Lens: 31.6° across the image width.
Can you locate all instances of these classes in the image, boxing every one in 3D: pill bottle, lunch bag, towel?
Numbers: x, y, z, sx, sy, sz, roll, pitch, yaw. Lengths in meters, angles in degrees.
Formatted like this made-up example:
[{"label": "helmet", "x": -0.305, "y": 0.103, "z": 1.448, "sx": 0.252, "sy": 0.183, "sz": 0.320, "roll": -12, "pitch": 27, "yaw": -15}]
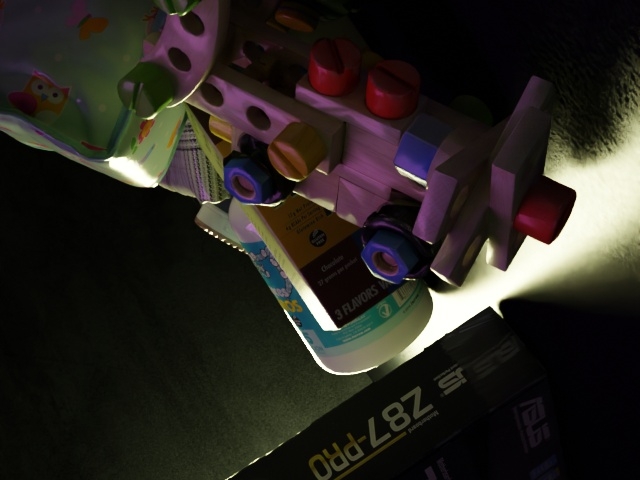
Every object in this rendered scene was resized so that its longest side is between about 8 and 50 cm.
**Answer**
[{"label": "pill bottle", "x": 0.000, "y": 0.000, "z": 1.191, "sx": 0.264, "sy": 0.146, "sz": 0.146, "roll": 59, "pitch": 174, "yaw": -18}, {"label": "lunch bag", "x": -0.144, "y": -0.184, "z": 0.829, "sx": 0.160, "sy": 0.262, "sz": 0.223, "roll": 22, "pitch": 176, "yaw": 0}, {"label": "towel", "x": -0.152, "y": -0.202, "z": 1.160, "sx": 0.324, "sy": 0.056, "sz": 0.312, "roll": -150, "pitch": 53, "yaw": -75}]

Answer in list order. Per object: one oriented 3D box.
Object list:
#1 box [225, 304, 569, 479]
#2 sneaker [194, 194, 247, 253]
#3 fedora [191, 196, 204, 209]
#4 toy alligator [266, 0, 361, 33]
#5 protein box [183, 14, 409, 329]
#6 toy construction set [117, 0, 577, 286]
[{"label": "box", "x": 0.083, "y": 0.265, "z": 1.095, "sx": 0.097, "sy": 0.318, "sz": 0.395, "roll": 52, "pitch": 172, "yaw": 35}, {"label": "sneaker", "x": 0.010, "y": -0.026, "z": 1.319, "sx": 0.282, "sy": 0.153, "sz": 0.099, "roll": 26, "pitch": -176, "yaw": -22}, {"label": "fedora", "x": -0.171, "y": -0.191, "z": 1.543, "sx": 0.334, "sy": 0.152, "sz": 0.334, "roll": 56, "pitch": 175, "yaw": 8}, {"label": "toy alligator", "x": 0.004, "y": -0.164, "z": 0.740, "sx": 0.051, "sy": 0.056, "sz": 0.189, "roll": 20, "pitch": 176, "yaw": -30}, {"label": "protein box", "x": 0.007, "y": -0.049, "z": 0.895, "sx": 0.201, "sy": 0.136, "sz": 0.200, "roll": 56, "pitch": 175, "yaw": 3}, {"label": "toy construction set", "x": 0.010, "y": -0.089, "z": 0.619, "sx": 0.327, "sy": 0.151, "sz": 0.215, "roll": 41, "pitch": 148, "yaw": 26}]
